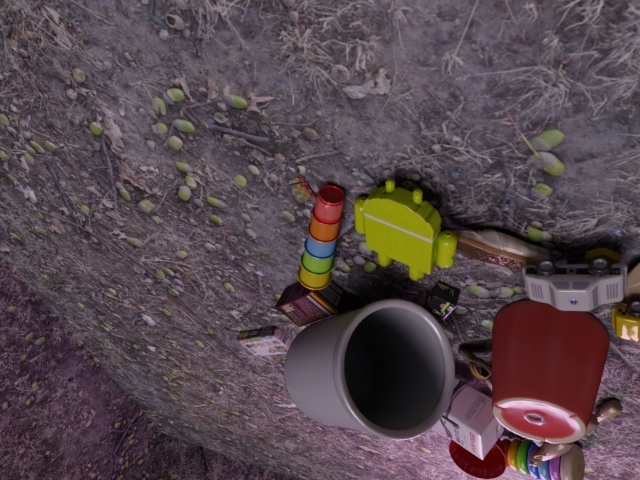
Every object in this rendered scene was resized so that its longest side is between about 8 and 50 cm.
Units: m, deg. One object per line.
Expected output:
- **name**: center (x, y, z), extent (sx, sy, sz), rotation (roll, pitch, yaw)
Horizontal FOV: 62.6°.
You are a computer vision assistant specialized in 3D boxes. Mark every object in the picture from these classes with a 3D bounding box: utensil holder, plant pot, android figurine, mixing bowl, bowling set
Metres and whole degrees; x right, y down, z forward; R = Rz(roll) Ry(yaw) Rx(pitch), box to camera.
- **utensil holder**: center (0.107, 0.341, 1.407), extent (0.327, 0.327, 0.385), rotation (37, 154, -13)
- **plant pot**: center (0.520, 0.314, 1.232), extent (0.275, 0.243, 0.275), rotation (17, 142, 14)
- **android figurine**: center (0.179, -0.022, 1.156), extent (0.248, 0.056, 0.273), rotation (23, 147, 27)
- **mixing bowl**: center (0.516, 0.666, 1.704), extent (0.181, 0.098, 0.181), rotation (12, 117, 25)
- **bowling set**: center (0.636, 0.452, 1.418), extent (0.200, 0.287, 0.154), rotation (60, 146, 30)

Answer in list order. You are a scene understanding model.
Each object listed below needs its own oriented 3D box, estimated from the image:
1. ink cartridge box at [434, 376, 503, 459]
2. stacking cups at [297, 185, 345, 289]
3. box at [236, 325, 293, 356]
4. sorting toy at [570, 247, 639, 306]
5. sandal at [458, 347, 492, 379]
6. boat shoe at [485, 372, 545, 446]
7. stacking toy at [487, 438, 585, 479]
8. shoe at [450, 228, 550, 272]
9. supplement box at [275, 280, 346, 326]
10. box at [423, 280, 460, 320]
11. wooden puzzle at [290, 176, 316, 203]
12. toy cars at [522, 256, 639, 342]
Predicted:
- **ink cartridge box**: center (0.386, 0.491, 1.550), extent (0.273, 0.114, 0.197), rotation (26, 152, 36)
- **stacking cups**: center (0.000, 0.000, 1.291), extent (0.096, 0.096, 0.316), rotation (20, 143, 8)
- **box**: center (-0.197, 0.365, 1.892), extent (0.207, 0.036, 0.114), rotation (-17, 125, 43)
- **sorting toy**: center (0.667, 0.075, 1.034), extent (0.307, 0.041, 0.229), rotation (22, 147, 7)
- **sandal**: center (0.425, 0.343, 1.413), extent (0.072, 0.049, 0.180), rotation (36, 177, -24)
- **boat shoe**: center (0.580, 0.463, 1.507), extent (0.095, 0.112, 0.335), rotation (-39, 115, 8)
- **stacking toy**: center (0.667, 0.704, 1.715), extent (0.330, 0.141, 0.141), rotation (-5, 133, 44)
- **shoe**: center (0.380, 0.016, 1.125), extent (0.219, 0.058, 0.076), rotation (20, 163, 15)
- **supplement box**: center (-0.031, 0.174, 1.529), extent (0.104, 0.081, 0.188), rotation (42, 140, -19)
- **box**: center (0.304, 0.153, 1.328), extent (0.062, 0.052, 0.083), rotation (24, 144, 3)
- **wooden puzzle**: center (-0.041, -0.118, 1.252), extent (0.049, 0.006, 0.083), rotation (-6, 132, 36)
- **toy cars**: center (0.587, 0.139, 1.033), extent (0.394, 0.087, 0.176), rotation (23, 143, -4)
